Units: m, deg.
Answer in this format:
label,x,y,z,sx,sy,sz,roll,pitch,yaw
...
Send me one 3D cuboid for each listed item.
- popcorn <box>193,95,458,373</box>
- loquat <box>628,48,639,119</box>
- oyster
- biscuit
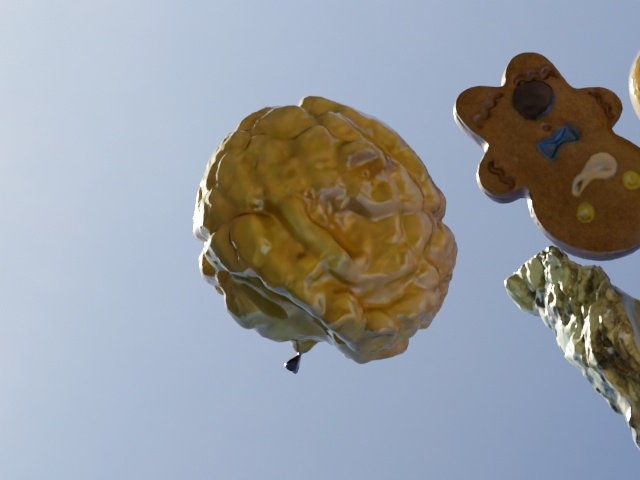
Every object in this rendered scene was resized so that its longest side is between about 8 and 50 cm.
label,x,y,z,sx,sy,sz,roll,pitch,yaw
popcorn,0.000,0.000,0.971,0.170,0.180,0.180,-56,-150,13
loquat,0.391,-0.168,1.615,0.141,0.141,0.141,-30,-145,24
oyster,0.252,0.101,1.216,0.087,0.252,0.199,-54,175,17
biscuit,0.246,-0.083,1.571,0.180,0.236,0.039,-37,168,-18
